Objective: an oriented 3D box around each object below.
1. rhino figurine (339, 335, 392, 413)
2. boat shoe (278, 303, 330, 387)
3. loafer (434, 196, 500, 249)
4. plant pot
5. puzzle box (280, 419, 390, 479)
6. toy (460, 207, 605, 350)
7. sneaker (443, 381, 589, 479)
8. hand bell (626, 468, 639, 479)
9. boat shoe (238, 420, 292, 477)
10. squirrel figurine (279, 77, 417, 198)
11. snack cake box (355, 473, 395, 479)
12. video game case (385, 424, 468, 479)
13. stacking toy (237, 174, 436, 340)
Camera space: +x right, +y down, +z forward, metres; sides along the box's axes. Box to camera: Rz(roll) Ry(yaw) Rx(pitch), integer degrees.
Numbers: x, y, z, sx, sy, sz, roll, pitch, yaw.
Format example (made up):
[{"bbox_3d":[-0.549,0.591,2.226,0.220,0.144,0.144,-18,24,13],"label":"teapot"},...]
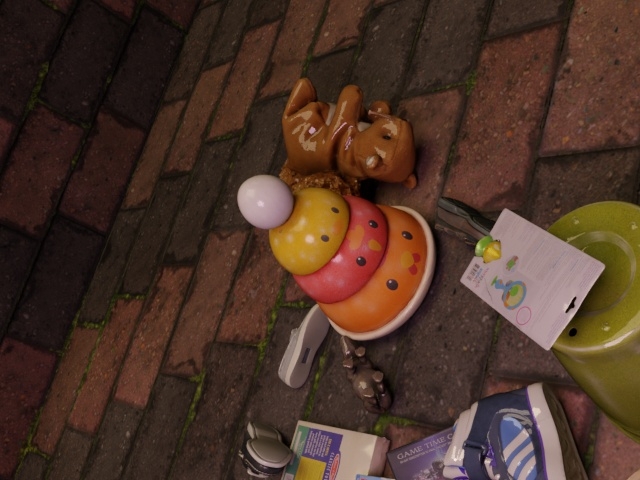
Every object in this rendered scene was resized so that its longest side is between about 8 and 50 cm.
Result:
[{"bbox_3d":[0.092,0.302,1.769,0.073,0.106,0.243,-27,38,-7],"label":"rhino figurine"},{"bbox_3d":[-0.050,0.261,1.974,0.081,0.079,0.228,17,83,48],"label":"boat shoe"},{"bbox_3d":[0.340,-0.017,1.716,0.267,0.096,0.084,48,124,59],"label":"loafer"},{"bbox_3d":[0.506,0.113,1.201,0.366,0.353,0.367,-28,47,35],"label":"plant pot"},{"bbox_3d":[-0.002,0.618,1.706,0.272,0.052,0.409,-3,64,49],"label":"puzzle box"},{"bbox_3d":[0.312,0.055,1.125,0.137,0.056,0.237,-59,31,8],"label":"toy"},{"bbox_3d":[0.336,0.423,1.363,0.236,0.130,0.323,-30,42,26],"label":"sneaker"},{"bbox_3d":[0.560,0.458,1.144,0.126,0.126,0.242,-52,51,11],"label":"hand bell"},{"bbox_3d":[-0.136,0.515,1.829,0.302,0.114,0.091,-179,108,-86],"label":"boat shoe"},{"bbox_3d":[0.074,-0.199,2.023,0.370,0.281,0.397,29,92,42],"label":"squirrel figurine"},{"bbox_3d":[0.127,0.612,1.529,0.152,0.089,0.264,-11,59,46],"label":"snack cake box"},{"bbox_3d":[0.257,0.480,1.441,0.196,0.026,0.274,-21,43,-1],"label":"video game case"},{"bbox_3d":[0.000,0.000,1.756,0.350,0.479,0.351,-28,48,36],"label":"stacking toy"}]
